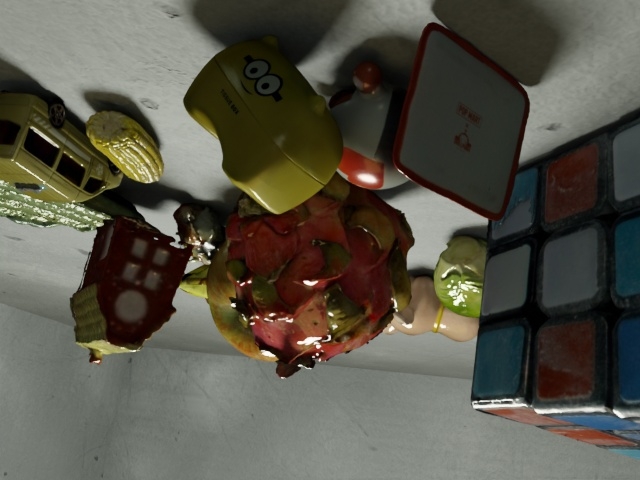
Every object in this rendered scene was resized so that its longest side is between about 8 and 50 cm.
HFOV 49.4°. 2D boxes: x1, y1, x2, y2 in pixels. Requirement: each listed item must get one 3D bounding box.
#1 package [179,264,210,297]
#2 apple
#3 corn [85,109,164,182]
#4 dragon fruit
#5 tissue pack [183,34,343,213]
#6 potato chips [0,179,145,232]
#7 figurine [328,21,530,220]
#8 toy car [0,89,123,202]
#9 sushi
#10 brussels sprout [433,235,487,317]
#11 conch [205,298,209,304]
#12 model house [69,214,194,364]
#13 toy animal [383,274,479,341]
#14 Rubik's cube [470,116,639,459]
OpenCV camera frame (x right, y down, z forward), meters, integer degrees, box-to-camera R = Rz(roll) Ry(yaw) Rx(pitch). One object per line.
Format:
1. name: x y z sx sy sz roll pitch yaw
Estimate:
1. package: -0.214 0.093 1.652 0.226 0.090 0.168 1 -168 17
2. apple: -0.081 0.086 1.313 0.264 0.264 0.264 8 163 2
3. corn: -0.284 -0.135 1.029 0.085 0.063 0.165 -2 164 2
4. dragon fruit: 0.000 0.000 1.026 0.296 0.314 0.263 -12 138 -7
5. tissue pack: -0.055 -0.129 0.752 0.127 0.178 0.123 -39 148 10
6. potato chips: -0.546 -0.082 1.321 0.358 0.070 0.429 -10 156 44
7. figurine: 0.083 -0.119 0.798 0.183 0.160 0.226 22 168 -37
8. toy car: -0.399 -0.118 1.037 0.101 0.124 0.257 5 162 17
9. sushi: -0.225 -0.005 1.365 0.103 0.097 0.226 4 162 16
10. brussels sprout: 0.289 0.074 1.300 0.180 0.144 0.161 45 167 -26
11. conch: -0.260 0.120 1.783 0.086 0.080 0.233 -21 -173 3
12. model house: -0.361 0.104 1.281 0.160 0.254 0.196 21 161 -28
13. toy animal: 0.272 0.157 1.587 0.248 0.149 0.165 1 152 -4
14. Rubik's cube: 0.436 0.079 0.871 0.362 0.363 0.359 21 156 -23
